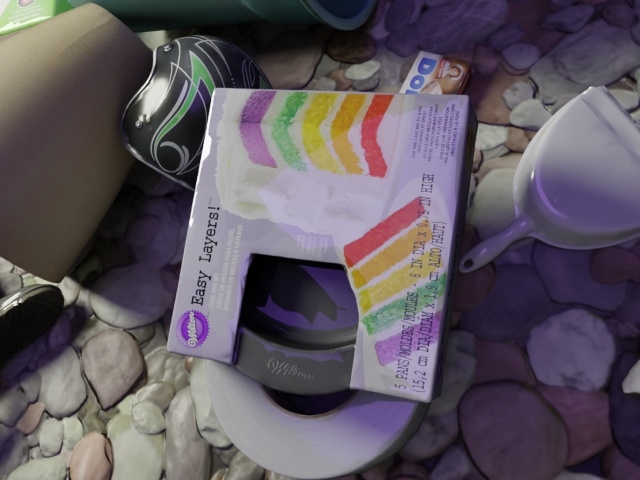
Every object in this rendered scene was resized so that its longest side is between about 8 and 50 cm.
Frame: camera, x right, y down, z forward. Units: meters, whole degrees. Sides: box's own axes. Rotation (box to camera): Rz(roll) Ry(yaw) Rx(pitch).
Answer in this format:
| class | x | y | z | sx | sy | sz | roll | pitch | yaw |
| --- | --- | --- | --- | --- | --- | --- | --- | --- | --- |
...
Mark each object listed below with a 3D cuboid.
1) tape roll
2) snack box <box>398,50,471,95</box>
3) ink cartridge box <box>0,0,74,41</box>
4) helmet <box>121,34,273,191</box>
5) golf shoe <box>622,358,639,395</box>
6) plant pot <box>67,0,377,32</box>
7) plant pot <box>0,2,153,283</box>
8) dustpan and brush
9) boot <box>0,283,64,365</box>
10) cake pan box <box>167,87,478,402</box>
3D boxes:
| class | x | y | z | sx | sy | sz | roll | pitch | yaw |
| --- | --- | --- | --- | --- | --- | --- | --- | --- | --- |
| tape roll | 0.001 | 0.119 | 0.596 | 0.219 | 0.072 | 0.219 | -6 | 70 | 16 |
| snack box | 0.105 | -0.128 | 0.678 | 0.064 | 0.022 | 0.178 | 22 | 79 | 26 |
| ink cartridge box | -0.432 | -0.383 | 0.902 | 0.198 | 0.115 | 0.273 | -10 | 68 | 15 |
| helmet | -0.128 | -0.146 | 0.688 | 0.169 | 0.169 | 0.162 | 35 | 96 | 26 |
| golf shoe | 0.326 | 0.162 | 0.485 | 0.086 | 0.069 | 0.176 | -45 | 59 | 21 |
| plant pot | -0.137 | -0.400 | 0.710 | 0.334 | 0.341 | 0.341 | 0 | 71 | 28 |
| plant pot | -0.317 | -0.136 | 0.707 | 0.256 | 0.256 | 0.274 | 35 | 80 | 26 |
| dustpan and brush | 0.225 | -0.034 | 0.591 | 0.211 | 0.060 | 0.147 | -34 | 76 | -2 |
| boot | -0.440 | 0.057 | 0.776 | 0.189 | 0.076 | 0.208 | -37 | 57 | 0 |
| cake pan box | 0.000 | 0.000 | 0.542 | 0.245 | 0.070 | 0.267 | 8 | 83 | 20 |
